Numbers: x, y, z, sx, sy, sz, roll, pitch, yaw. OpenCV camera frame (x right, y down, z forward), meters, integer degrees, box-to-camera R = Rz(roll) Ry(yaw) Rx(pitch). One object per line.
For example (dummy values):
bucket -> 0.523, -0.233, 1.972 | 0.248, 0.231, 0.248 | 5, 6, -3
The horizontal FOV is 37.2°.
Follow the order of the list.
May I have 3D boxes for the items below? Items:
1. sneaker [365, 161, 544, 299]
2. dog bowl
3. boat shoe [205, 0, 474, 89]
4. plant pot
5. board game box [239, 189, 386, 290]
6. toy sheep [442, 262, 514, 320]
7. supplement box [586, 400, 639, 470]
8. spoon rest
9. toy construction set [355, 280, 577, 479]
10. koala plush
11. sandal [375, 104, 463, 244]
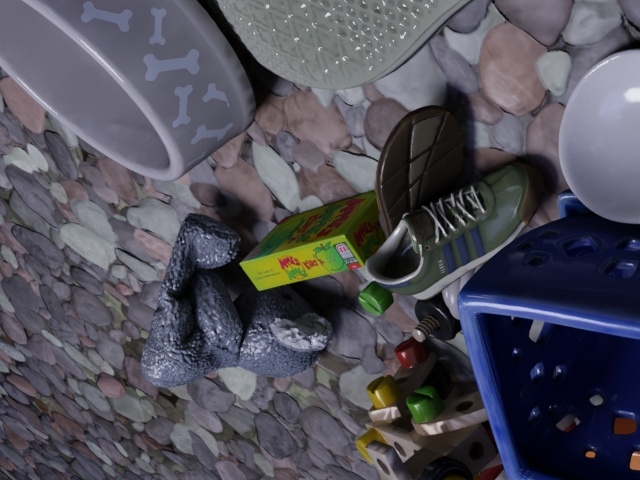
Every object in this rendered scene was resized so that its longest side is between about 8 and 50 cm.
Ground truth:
sneaker -> 0.120, -0.008, 0.909 | 0.192, 0.086, 0.064 | -44, 50, 34
dog bowl -> -0.234, -0.197, 0.980 | 0.348, 0.102, 0.349 | 34, 163, 12
boat shoe -> 0.057, -0.248, 0.731 | 0.187, 0.156, 0.500 | 47, 154, -15
plant pot -> 0.282, 0.085, 0.803 | 0.235, 0.212, 0.236 | 7, 131, 37
board game box -> 0.000, 0.000, 1.061 | 0.181, 0.092, 0.043 | -16, 114, 48
toy sheep -> 0.170, 0.048, 0.970 | 0.132, 0.091, 0.091 | 7, 130, 33
supplement box -> 0.355, 0.282, 1.042 | 0.078, 0.080, 0.234 | 5, 131, 40
spoon rest -> 0.290, -0.059, 0.709 | 0.276, 0.084, 0.137 | 29, 112, 44
toy construction set -> 0.125, 0.244, 1.047 | 0.257, 0.237, 0.309 | 24, 143, 40
koala plush -> -0.096, 0.109, 1.193 | 0.221, 0.203, 0.196 | 17, 156, -5
sandal -> 0.094, -0.052, 0.958 | 0.219, 0.089, 0.060 | 78, 168, -51
